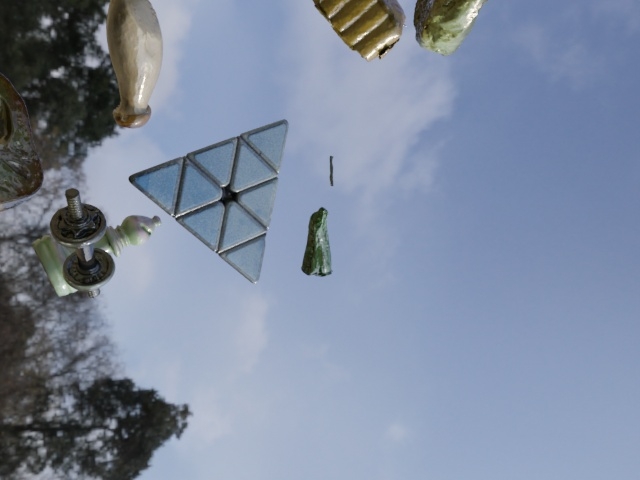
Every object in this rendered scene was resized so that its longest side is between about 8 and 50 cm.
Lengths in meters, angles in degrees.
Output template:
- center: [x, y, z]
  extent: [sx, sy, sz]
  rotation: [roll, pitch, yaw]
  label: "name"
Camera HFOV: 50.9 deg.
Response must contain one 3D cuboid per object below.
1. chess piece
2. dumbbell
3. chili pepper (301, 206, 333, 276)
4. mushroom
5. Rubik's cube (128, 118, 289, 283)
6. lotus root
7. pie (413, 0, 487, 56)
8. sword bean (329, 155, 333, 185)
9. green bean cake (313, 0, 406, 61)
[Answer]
- center: [-0.479, 0.008, 1.490]
  extent: [0.139, 0.271, 0.139]
  rotation: [51, -23, 32]
  label: "chess piece"
- center: [-0.358, 0.011, 1.021]
  extent: [0.254, 0.081, 0.082]
  rotation: [104, -31, -51]
  label: "dumbbell"
- center: [0.000, 0.000, 1.768]
  extent: [0.059, 0.088, 0.227]
  rotation: [-80, 177, -48]
  label: "chili pepper"
- center: [-0.438, -0.428, 1.577]
  extent: [0.128, 0.128, 0.350]
  rotation: [51, -40, 44]
  label: "mushroom"
- center: [-0.198, -0.090, 1.257]
  extent: [0.233, 0.228, 0.228]
  rotation: [98, 5, -51]
  label: "Rubik's cube"
- center: [-0.744, -0.200, 1.359]
  extent: [0.111, 0.375, 0.391]
  rotation: [-19, -132, 35]
  label: "lotus root"
- center: [0.181, -0.365, 0.856]
  extent: [0.277, 0.078, 0.277]
  rotation: [-164, -90, -89]
  label: "pie"
- center: [0.026, -0.160, 1.551]
  extent: [0.012, 0.012, 0.083]
  rotation: [-38, -134, 50]
  label: "sword bean"
- center: [0.086, -0.525, 1.488]
  extent: [0.131, 0.230, 0.224]
  rotation: [-36, -161, 24]
  label: "green bean cake"
